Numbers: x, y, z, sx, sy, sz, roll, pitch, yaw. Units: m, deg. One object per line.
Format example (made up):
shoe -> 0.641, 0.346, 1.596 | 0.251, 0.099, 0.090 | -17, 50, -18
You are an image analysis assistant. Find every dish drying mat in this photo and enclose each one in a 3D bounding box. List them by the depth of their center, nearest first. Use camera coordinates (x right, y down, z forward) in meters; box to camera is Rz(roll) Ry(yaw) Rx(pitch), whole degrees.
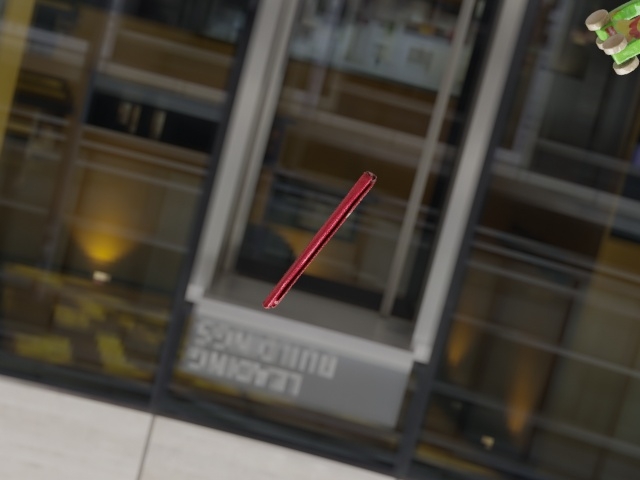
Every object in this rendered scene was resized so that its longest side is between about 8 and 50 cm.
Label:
dish drying mat -> 0.000, 0.000, 0.813 | 0.008, 0.083, 0.032 | 38, -173, 0

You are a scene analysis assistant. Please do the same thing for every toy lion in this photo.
toy lion -> 0.303, -0.200, 1.507 | 0.034, 0.096, 0.100 | 55, -170, -27
